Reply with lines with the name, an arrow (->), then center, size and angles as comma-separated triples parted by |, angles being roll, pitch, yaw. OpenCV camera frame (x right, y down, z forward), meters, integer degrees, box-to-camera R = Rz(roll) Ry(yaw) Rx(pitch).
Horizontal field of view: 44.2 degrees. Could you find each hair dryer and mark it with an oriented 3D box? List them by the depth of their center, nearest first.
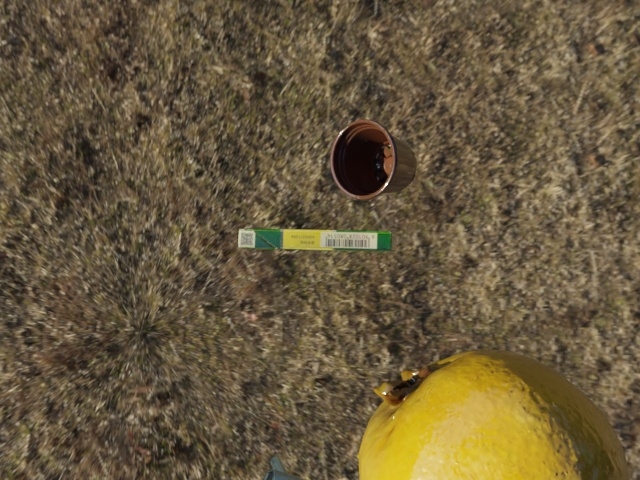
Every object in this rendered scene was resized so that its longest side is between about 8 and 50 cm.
hair dryer -> -0.065, 0.366, 1.244 | 0.063, 0.124, 0.037 | 27, 93, -20

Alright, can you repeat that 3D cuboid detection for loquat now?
loquat -> 0.127, 0.179, 0.608 | 0.208, 0.208, 0.208 | 1, 83, -13

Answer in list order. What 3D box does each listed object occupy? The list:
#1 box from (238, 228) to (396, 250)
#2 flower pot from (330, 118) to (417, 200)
box -> 0.000, 0.000, 1.248 | 0.235, 0.132, 0.034 | 1, 90, 8
flower pot -> 0.083, -0.108, 1.089 | 0.089, 0.111, 0.111 | 0, 82, -50
